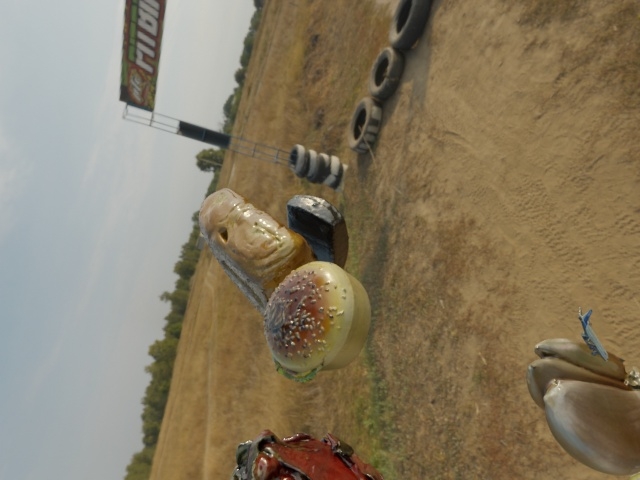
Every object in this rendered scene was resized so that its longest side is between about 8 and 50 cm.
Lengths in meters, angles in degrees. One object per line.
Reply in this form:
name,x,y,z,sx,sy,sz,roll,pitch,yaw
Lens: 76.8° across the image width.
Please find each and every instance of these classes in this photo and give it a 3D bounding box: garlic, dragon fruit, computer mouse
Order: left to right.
dragon fruit,-0.019,0.393,0.557,0.298,0.245,0.244,60,164,-6
computer mouse,0.000,0.000,1.088,0.100,0.170,0.269,-44,-32,-38
garlic,0.599,0.364,0.896,0.132,0.326,0.278,106,168,-47

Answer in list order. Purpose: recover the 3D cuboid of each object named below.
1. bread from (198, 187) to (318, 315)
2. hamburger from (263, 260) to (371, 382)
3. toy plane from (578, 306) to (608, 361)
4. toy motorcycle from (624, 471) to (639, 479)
bread,-0.133,0.061,0.909,0.148,0.328,0.336,-43,-36,-18
hamburger,-0.011,0.091,0.459,0.141,0.082,0.126,-47,42,29
toy plane,0.399,0.141,0.595,0.024,0.078,0.084,-18,97,38
toy motorcycle,0.528,0.368,0.579,0.341,0.223,0.107,-33,59,12
